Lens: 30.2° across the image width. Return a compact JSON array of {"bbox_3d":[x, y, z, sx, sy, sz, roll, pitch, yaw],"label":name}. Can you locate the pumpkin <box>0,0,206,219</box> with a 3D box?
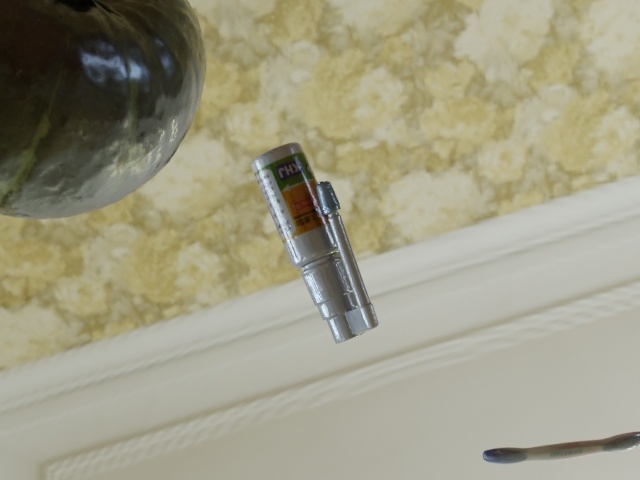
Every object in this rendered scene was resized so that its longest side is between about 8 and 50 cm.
[{"bbox_3d":[-0.133,-0.087,0.533,0.167,0.125,0.167,11,-118,-21],"label":"pumpkin"}]

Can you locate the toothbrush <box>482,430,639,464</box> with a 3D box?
[{"bbox_3d":[0.308,0.221,1.285,0.269,0.021,0.027,-6,-174,-5],"label":"toothbrush"}]

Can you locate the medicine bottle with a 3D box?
[{"bbox_3d":[0.000,0.000,1.272,0.061,0.220,0.092,-20,176,-33],"label":"medicine bottle"}]
